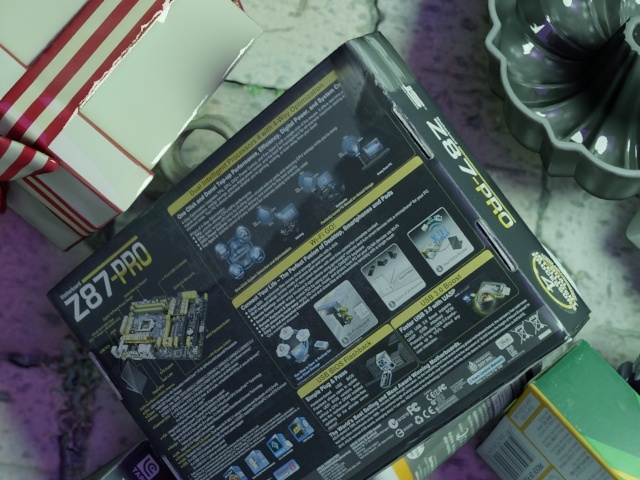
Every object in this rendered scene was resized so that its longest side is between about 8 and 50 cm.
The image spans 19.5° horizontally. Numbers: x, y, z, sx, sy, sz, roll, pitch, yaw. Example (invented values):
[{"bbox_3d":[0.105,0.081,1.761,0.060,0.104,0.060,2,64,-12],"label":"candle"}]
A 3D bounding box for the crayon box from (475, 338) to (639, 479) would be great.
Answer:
[{"bbox_3d":[0.308,0.267,1.796,0.083,0.203,0.323,-37,77,-24],"label":"crayon box"}]

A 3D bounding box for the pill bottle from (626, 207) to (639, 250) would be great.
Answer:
[{"bbox_3d":[0.425,0.035,1.933,0.216,0.121,0.121,42,78,-8],"label":"pill bottle"}]

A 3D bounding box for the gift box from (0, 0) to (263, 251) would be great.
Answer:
[{"bbox_3d":[-0.254,-0.155,1.713,0.276,0.255,0.258,38,69,-6],"label":"gift box"}]

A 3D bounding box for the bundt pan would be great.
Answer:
[{"bbox_3d":[0.317,-0.174,1.879,0.331,0.124,0.331,3,63,-5],"label":"bundt pan"}]

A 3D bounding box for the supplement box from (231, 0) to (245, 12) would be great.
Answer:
[{"bbox_3d":[-0.107,-0.224,1.852,0.055,0.043,0.083,-23,91,-15],"label":"supplement box"}]

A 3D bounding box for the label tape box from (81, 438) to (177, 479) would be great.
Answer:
[{"bbox_3d":[-0.178,0.353,1.745,0.249,0.115,0.348,53,47,-6],"label":"label tape box"}]

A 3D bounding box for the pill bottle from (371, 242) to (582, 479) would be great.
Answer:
[{"bbox_3d":[0.115,0.116,1.827,0.278,0.162,0.162,-40,96,-13],"label":"pill bottle"}]

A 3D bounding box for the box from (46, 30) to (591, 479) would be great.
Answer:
[{"bbox_3d":[-0.010,0.058,1.660,0.395,0.097,0.318,-39,87,24],"label":"box"}]

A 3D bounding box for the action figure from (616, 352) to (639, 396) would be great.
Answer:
[{"bbox_3d":[0.472,0.188,1.862,0.370,0.248,0.276,22,94,0],"label":"action figure"}]

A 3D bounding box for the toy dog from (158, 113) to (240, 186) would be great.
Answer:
[{"bbox_3d":[0.000,0.000,1.800,0.334,0.161,0.220,-1,67,26],"label":"toy dog"}]
